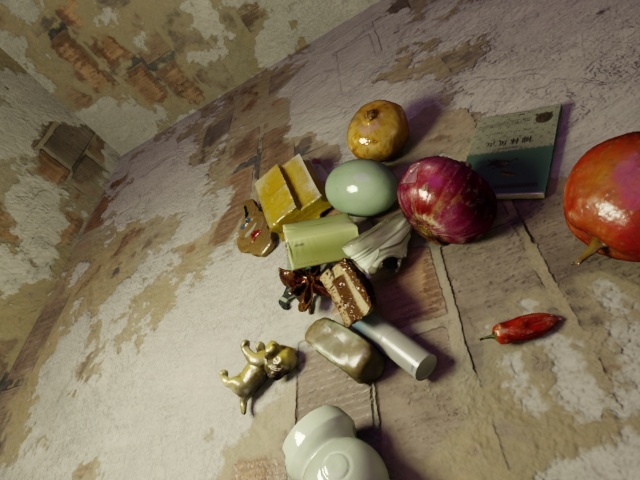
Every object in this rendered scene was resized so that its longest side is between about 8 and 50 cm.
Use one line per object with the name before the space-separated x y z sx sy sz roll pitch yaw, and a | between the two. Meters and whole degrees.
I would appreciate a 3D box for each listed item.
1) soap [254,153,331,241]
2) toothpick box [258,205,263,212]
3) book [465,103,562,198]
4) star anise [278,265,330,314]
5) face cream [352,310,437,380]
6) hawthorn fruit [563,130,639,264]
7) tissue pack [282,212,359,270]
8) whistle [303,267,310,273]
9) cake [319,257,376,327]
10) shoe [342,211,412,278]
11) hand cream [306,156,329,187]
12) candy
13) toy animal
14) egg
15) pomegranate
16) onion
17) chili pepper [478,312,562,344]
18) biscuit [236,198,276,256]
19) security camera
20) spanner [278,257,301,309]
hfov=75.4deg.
soap | -0.112 -0.177 1.645 0.259 0.143 0.281 -35 49 11
toothpick box | -0.225 -0.138 1.796 0.083 0.052 0.052 -24 42 16
book | 0.594 -0.276 1.309 0.264 0.031 0.379 0 54 40
star anise | -0.042 0.141 1.348 0.196 0.111 0.212 35 53 14
face cream | 0.187 0.265 1.092 0.077 0.077 0.250 -48 41 -9
hawthorn fruit | 0.662 -0.068 0.894 0.330 0.287 0.287 -48 40 -2
tissue pack | 0.000 0.000 1.357 0.234 0.125 0.159 -11 21 -4
whistle | -0.009 0.057 1.463 0.039 0.039 0.186 22 69 47
cake | 0.107 0.169 1.188 0.112 0.135 0.246 -43 34 7
shoe | 0.219 0.015 1.270 0.316 0.159 0.124 -26 1 -28
hand cream | -0.005 -0.243 1.718 0.124 0.078 0.340 -32 45 10
candy | 0.062 0.296 1.138 0.102 0.104 0.234 -50 41 -13
toy animal | -0.187 0.381 1.250 0.233 0.121 0.169 -46 51 -2
egg | 0.141 -0.182 1.438 0.283 0.203 0.203 9 60 45
pomegranate | 0.217 -0.412 1.571 0.248 0.248 0.248 -21 44 21
onion | 0.368 -0.118 1.171 0.230 0.256 0.272 24 100 58
chili pepper | 0.460 0.205 0.960 0.191 0.050 0.059 -16 41 8
biscuit | -0.280 -0.054 1.727 0.183 0.047 0.319 -29 52 20
security camera | 0.047 0.506 0.898 0.194 0.194 0.236 -47 44 -8
spanner | -0.100 0.112 1.499 0.087 0.024 0.315 -20 43 20
